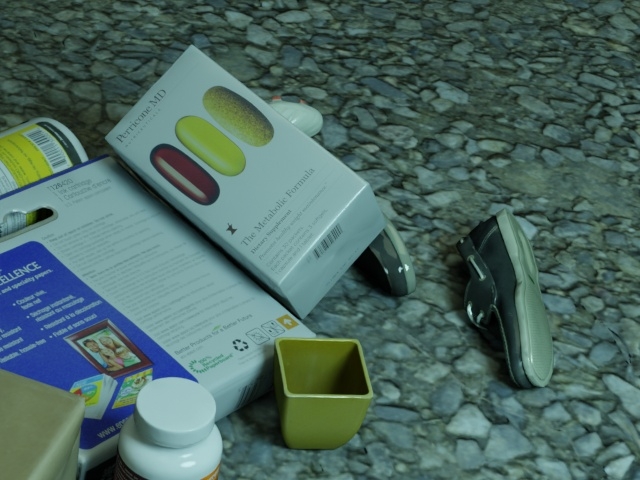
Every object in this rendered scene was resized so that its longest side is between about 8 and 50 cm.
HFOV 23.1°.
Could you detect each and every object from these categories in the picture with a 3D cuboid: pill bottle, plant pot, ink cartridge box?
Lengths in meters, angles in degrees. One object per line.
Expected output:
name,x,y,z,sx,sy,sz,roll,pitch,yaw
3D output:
pill bottle,-0.126,0.190,1.283,0.086,0.152,0.086,7,36,-5
plant pot,-0.004,0.147,1.435,0.081,0.083,0.081,2,35,-12
ink cartridge box,-0.213,0.069,1.466,0.307,0.072,0.304,38,42,25
pill bottle,-0.340,-0.039,1.572,0.119,0.119,0.208,33,41,28

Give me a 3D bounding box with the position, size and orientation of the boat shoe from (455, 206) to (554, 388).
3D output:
boat shoe,0.190,0.069,1.623,0.079,0.084,0.233,-24,41,16

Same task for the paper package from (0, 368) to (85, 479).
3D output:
paper package,-0.380,0.214,1.169,0.325,0.168,0.309,18,36,8

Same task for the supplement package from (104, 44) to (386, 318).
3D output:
supplement package,-0.075,-0.058,1.581,0.244,0.134,0.139,39,83,19

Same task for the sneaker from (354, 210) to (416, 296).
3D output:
sneaker,0.000,0.000,1.664,0.118,0.083,0.222,-31,57,-19

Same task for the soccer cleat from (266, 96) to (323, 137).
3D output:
soccer cleat,-0.089,-0.120,1.806,0.196,0.068,0.076,-3,53,-17
